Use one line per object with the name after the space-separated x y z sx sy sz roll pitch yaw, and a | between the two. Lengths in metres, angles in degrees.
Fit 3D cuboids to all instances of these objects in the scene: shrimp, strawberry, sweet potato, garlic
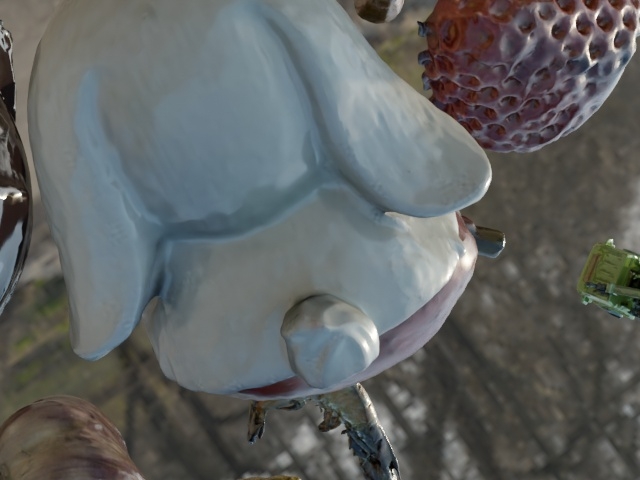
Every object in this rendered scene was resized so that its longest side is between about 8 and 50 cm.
-0.001 0.210 1.810 0.147 0.195 0.035 -16 -150 20 | shrimp
0.227 -0.203 1.731 0.253 0.150 0.280 -49 159 -13 | strawberry
0.041 -0.167 1.196 0.034 0.034 0.095 -36 180 -3 | sweet potato
-0.219 0.248 1.487 0.160 0.245 0.245 6 157 -25 | garlic

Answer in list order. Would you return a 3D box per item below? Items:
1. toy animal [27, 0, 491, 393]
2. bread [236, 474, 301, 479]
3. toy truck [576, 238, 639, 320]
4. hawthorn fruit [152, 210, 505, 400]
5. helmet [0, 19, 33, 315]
-0.050 -0.058 1.014 0.271 0.265 0.206 -20 -155 5 | toy animal
-0.043 0.299 1.428 0.113 0.211 0.083 -5 -167 -23 | bread
0.344 0.055 1.785 0.100 0.169 0.077 23 91 -53 | toy truck
0.000 0.000 1.396 0.307 0.265 0.265 1 174 -4 | hawthorn fruit
-0.292 -0.002 1.134 0.305 0.177 0.225 -43 156 26 | helmet
